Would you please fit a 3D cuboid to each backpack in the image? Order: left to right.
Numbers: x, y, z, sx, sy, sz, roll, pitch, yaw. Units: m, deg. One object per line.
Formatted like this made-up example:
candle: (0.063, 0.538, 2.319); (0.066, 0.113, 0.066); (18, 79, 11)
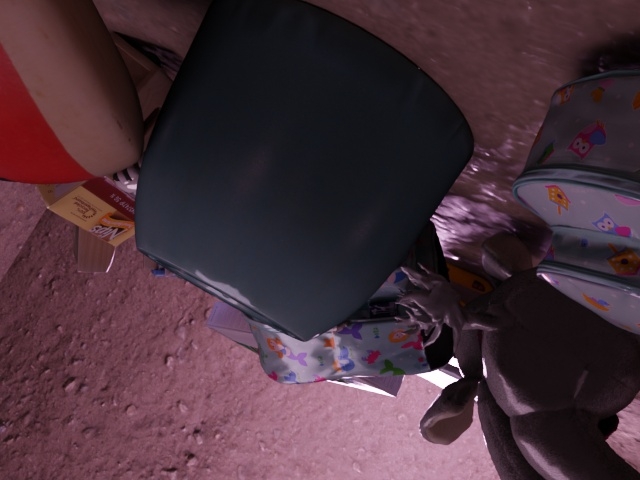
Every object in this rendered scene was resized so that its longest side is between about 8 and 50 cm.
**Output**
backpack: (0.027, 0.063, 0.920); (0.253, 0.225, 0.191); (-14, 119, 14)
backpack: (0.213, -0.015, 0.455); (0.188, 0.144, 0.166); (36, 173, -23)

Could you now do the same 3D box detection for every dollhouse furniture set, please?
dollhouse furniture set: (-0.257, -0.072, 1.268); (0.303, 0.287, 0.198); (2, -174, -22)

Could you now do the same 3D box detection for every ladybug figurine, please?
ladybug figurine: (-0.283, -0.195, 0.557); (0.305, 0.161, 0.449); (47, 167, 38)

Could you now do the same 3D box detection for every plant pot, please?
plant pot: (-0.038, -0.047, 0.710); (0.292, 0.235, 0.293); (28, 169, 6)

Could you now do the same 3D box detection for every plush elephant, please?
plush elephant: (0.231, 0.121, 0.765); (0.329, 0.272, 0.255); (25, 178, 11)

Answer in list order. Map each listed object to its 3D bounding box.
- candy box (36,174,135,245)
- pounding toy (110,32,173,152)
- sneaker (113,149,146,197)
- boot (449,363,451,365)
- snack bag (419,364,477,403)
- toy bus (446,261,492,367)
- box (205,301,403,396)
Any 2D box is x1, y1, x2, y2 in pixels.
candy box: (-0.361, -0.160, 1.044); (0.317, 0.087, 0.183); (58, -179, 20)
pounding toy: (-0.223, -0.177, 0.930); (0.130, 0.141, 0.100); (40, 177, 31)
sneaker: (-0.155, -0.056, 0.885); (0.132, 0.086, 0.229); (55, -161, -10)
boot: (0.343, 0.237, 1.573); (0.305, 0.112, 0.115); (21, 138, 57)
snack bag: (0.125, 0.170, 1.166); (0.342, 0.037, 0.323); (23, 169, 28)
toy bus: (0.220, 0.134, 1.201); (0.108, 0.130, 0.333); (26, 170, 26)
box: (-0.036, 0.189, 1.318); (0.232, 0.059, 0.322); (33, 163, -29)
